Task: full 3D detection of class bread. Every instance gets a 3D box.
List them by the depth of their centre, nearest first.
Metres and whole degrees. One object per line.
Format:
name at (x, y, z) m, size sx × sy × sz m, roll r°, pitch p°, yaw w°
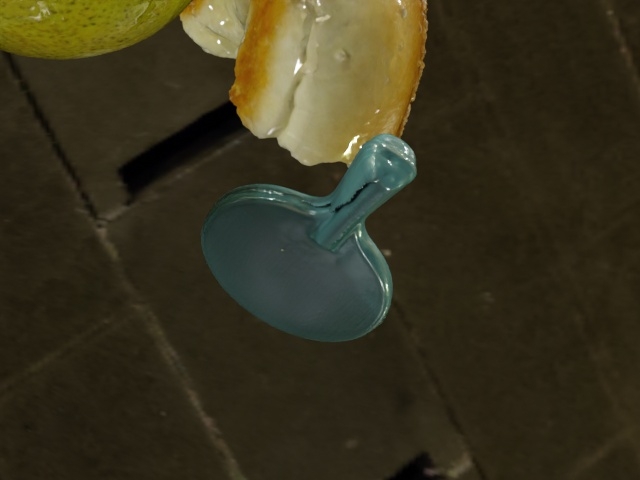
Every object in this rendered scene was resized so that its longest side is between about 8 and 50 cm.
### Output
bread at (-0.008, -0.210, 1.225) m, size 0.171 × 0.314 × 0.192 m, roll 5°, pitch 117°, yaw -31°

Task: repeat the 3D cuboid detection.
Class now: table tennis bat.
table tennis bat at (0.000, 0.000, 0.850) m, size 0.124 × 0.201 × 0.033 m, roll 34°, pitch 53°, yaw -6°

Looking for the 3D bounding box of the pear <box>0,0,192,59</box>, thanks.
pear at (-0.142, -0.189, 0.777) m, size 0.198 × 0.198 × 0.198 m, roll -1°, pitch 93°, yaw -29°
